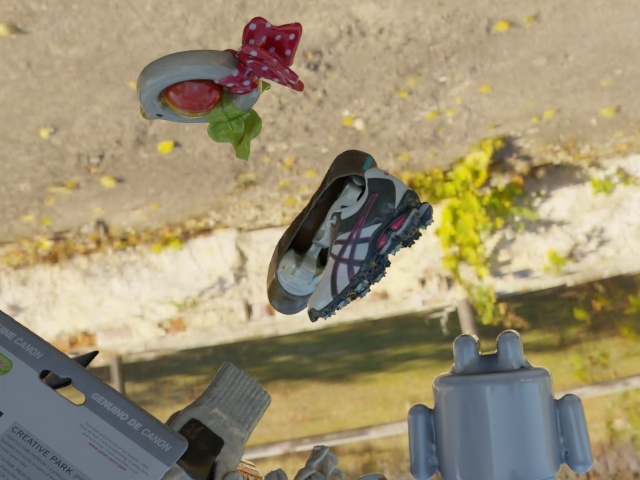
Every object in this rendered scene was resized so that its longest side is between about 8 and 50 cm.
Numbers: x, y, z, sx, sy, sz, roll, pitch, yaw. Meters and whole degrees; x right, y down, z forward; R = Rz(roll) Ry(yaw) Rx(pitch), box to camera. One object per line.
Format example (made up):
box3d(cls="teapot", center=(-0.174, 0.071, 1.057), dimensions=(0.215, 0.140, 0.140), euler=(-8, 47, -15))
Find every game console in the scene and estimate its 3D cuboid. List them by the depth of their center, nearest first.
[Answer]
box3d(cls="game console", center=(-0.368, 0.214, 1.456), dimensions=(0.071, 0.107, 0.122), euler=(15, -163, 4))

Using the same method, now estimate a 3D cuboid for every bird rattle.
box3d(cls="bird rattle", center=(-0.135, -0.196, 1.360), dimensions=(0.206, 0.143, 0.253), euler=(-3, 171, -17))

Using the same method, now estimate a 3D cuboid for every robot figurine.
box3d(cls="robot figurine", center=(0.292, 0.327, 1.712), dimensions=(0.299, 0.354, 0.200), euler=(-5, 175, 15))

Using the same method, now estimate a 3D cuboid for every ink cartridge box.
box3d(cls="ink cartridge box", center=(-0.313, 0.250, 1.025), dimensions=(0.272, 0.309, 0.130), euler=(-47, 152, -26))

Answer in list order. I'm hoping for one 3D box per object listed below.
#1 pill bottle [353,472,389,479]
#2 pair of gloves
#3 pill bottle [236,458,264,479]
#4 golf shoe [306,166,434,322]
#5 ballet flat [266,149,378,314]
box3d(cls="pill bottle", center=(0.109, 0.502, 1.696), dimensions=(0.121, 0.221, 0.121), euler=(-23, 148, -16))
box3d(cls="pair of gloves", center=(-0.068, 0.265, 1.133), dimensions=(0.204, 0.240, 0.042), euler=(-44, 179, -44))
box3d(cls="pill bottle", center=(-0.133, 0.353, 1.502), dimensions=(0.086, 0.086, 0.152), euler=(-15, 156, 15))
box3d(cls="golf shoe", center=(0.054, 0.012, 1.578), dimensions=(0.273, 0.120, 0.105), euler=(-50, 166, 27))
box3d(cls="ballet flat", center=(0.000, 0.000, 1.823), dimensions=(0.116, 0.124, 0.342), euler=(30, 106, -10))
